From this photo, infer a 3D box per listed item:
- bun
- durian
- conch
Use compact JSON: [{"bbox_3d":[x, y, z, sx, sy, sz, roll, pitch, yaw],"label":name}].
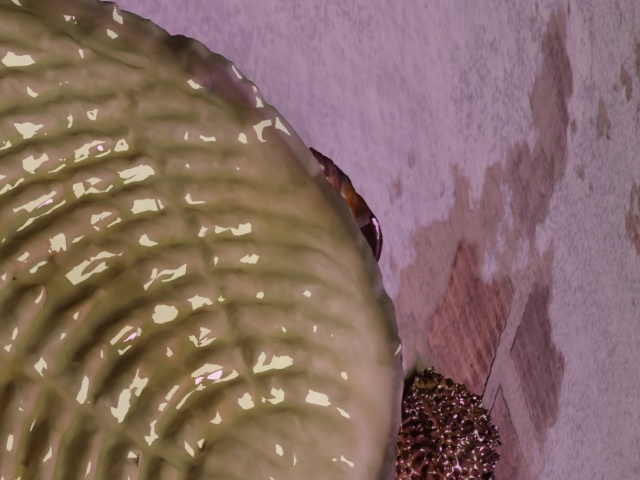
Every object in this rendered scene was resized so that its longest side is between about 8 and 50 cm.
[{"bbox_3d":[-0.146,0.070,0.654,0.364,0.202,0.364,17,55,-27],"label":"bun"},{"bbox_3d":[0.129,0.215,1.388,0.148,0.091,0.188,-57,143,-45],"label":"durian"},{"bbox_3d":[-0.001,-0.006,1.124,0.080,0.086,0.233,56,1,20],"label":"conch"}]
